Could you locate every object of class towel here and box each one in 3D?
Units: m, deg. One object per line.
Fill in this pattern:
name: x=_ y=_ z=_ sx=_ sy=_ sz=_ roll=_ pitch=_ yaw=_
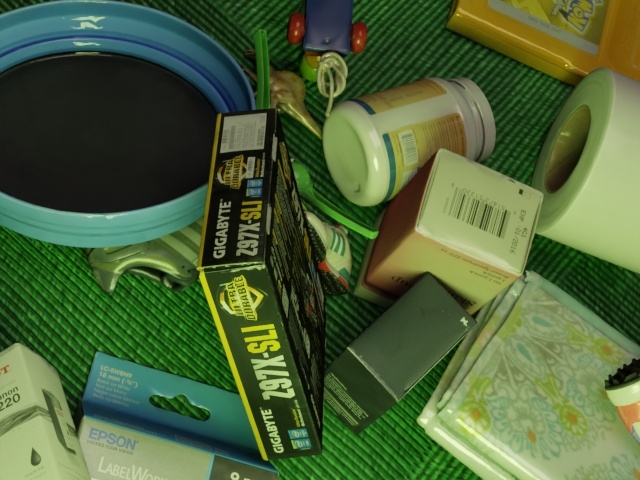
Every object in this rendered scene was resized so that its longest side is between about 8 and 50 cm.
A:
towel: x=0.328 y=0.235 z=1.721 sx=0.374 sy=0.090 sz=0.320 roll=36 pitch=44 yaw=3

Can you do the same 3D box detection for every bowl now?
bowl: x=-0.278 y=-0.147 z=1.661 sx=0.391 sy=0.077 sz=0.391 roll=6 pitch=47 yaw=-6

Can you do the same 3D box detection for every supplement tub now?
supplement tub: x=0.119 y=-0.137 z=1.820 sx=0.200 sy=0.144 sz=0.144 roll=-18 pitch=75 yaw=-24

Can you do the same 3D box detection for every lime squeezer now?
lime squeezer: x=-0.034 y=-0.114 z=1.761 sx=0.310 sy=0.110 sz=0.059 roll=61 pitch=22 yaw=11

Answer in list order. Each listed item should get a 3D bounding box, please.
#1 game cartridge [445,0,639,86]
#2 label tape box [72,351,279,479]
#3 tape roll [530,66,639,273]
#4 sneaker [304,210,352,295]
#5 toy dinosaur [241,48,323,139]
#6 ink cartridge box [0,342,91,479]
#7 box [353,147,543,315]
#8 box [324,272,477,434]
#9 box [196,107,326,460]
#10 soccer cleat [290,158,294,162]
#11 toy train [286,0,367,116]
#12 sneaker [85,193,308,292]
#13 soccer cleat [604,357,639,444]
game cartridge: x=0.372 y=-0.377 z=2.062 sx=0.324 sy=0.052 sz=0.285 roll=22 pitch=63 yaw=-8
label tape box: x=-0.183 y=0.297 z=1.555 sx=0.241 sy=0.106 sz=0.333 roll=18 pitch=64 yaw=-12
tape roll: x=0.410 y=-0.094 z=1.845 sx=0.169 sy=0.246 sz=0.246 roll=21 pitch=63 yaw=-10
sneaker: x=0.000 y=0.000 z=1.732 sx=0.057 sy=0.161 sz=0.075 roll=-2 pitch=53 yaw=24
toy dinosaur: x=-0.053 y=-0.190 z=1.836 sx=0.093 sy=0.053 sz=0.183 roll=-35 pitch=82 yaw=-29
ink cartridge box: x=-0.343 y=0.244 z=1.462 sx=0.159 sy=0.092 sz=0.217 roll=-30 pitch=53 yaw=5
box: x=0.157 y=0.006 z=1.722 sx=0.149 sy=0.232 sz=0.126 roll=23 pitch=63 yaw=-8
box: x=0.089 y=0.142 z=1.684 sx=0.093 sy=0.158 sz=0.156 roll=47 pitch=61 yaw=4
box: x=-0.057 y=0.053 z=1.546 sx=0.079 sy=0.322 sz=0.257 roll=-8 pitch=43 yaw=7
soccer cleat: x=-0.037 y=-0.073 z=1.806 sx=0.036 sy=0.029 sz=0.083 roll=-16 pitch=69 yaw=-18
toy train: x=0.000 y=-0.255 z=1.839 sx=0.105 sy=0.143 sz=0.248 roll=7 pitch=71 yaw=-7
sneaker: x=-0.157 y=0.000 z=1.703 sx=0.300 sy=0.111 sz=0.121 roll=-8 pitch=81 yaw=-16
soccer cleat: x=0.480 y=0.176 z=1.743 sx=0.318 sy=0.109 sz=0.116 roll=-24 pitch=89 yaw=-45
